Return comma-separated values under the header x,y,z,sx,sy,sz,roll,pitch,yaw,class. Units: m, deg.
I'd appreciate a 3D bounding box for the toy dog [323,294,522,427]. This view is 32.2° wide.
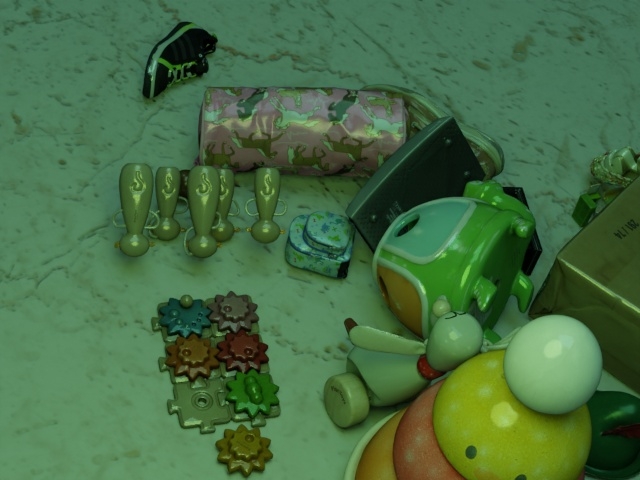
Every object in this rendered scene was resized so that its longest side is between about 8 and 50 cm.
x,y,z,sx,sy,sz,roll,pitch,yaw,class
0.120,0.151,1.652,0.220,0.334,0.161,-8,68,-51,toy dog

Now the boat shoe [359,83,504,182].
x,y,z,sx,sy,sz,roll,pitch,yaw,class
0.187,-0.191,2.106,0.324,0.123,0.116,29,65,22,boat shoe

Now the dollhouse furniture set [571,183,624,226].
x,y,z,sx,sy,sz,roll,pitch,yaw,class
0.555,-0.074,2.125,0.152,0.058,0.076,-13,53,-23,dollhouse furniture set

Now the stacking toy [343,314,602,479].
x,y,z,sx,sy,sz,roll,pitch,yaw,class
0.236,0.257,1.465,0.351,0.480,0.350,7,47,-7,stacking toy

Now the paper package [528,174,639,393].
x,y,z,sx,sy,sz,roll,pitch,yaw,class
0.579,0.078,1.922,0.309,0.168,0.325,35,51,20,paper package

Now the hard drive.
x,y,z,sx,sy,sz,roll,pitch,yaw,class
0.163,-0.084,1.931,0.254,0.172,0.054,-45,39,-11,hard drive

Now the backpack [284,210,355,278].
x,y,z,sx,sy,sz,roll,pitch,yaw,class
0.000,0.000,1.910,0.114,0.084,0.105,12,44,2,backpack

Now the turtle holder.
x,y,z,sx,sy,sz,roll,pitch,yaw,class
0.229,0.020,1.827,0.227,0.243,0.320,21,80,26,turtle holder

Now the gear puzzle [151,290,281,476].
x,y,z,sx,sy,sz,roll,pitch,yaw,class
-0.153,0.211,1.710,0.176,0.044,0.339,-4,50,-17,gear puzzle

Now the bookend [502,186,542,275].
x,y,z,sx,sy,sz,roll,pitch,yaw,class
0.300,-0.020,2.007,0.157,0.072,0.156,2,49,-11,bookend

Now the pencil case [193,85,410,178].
x,y,z,sx,sy,sz,roll,pitch,yaw,class
-0.033,-0.190,1.994,0.386,0.160,0.167,3,76,-2,pencil case

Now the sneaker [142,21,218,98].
x,y,z,sx,sy,sz,roll,pitch,yaw,class
-0.266,-0.352,2.163,0.097,0.084,0.234,22,47,5,sneaker

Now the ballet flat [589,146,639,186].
x,y,z,sx,sy,sz,roll,pitch,yaw,class
0.599,-0.137,2.079,0.091,0.077,0.241,-47,39,-15,ballet flat

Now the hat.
x,y,z,sx,sy,sz,roll,pitch,yaw,class
0.472,0.256,1.724,0.209,0.183,0.173,14,47,0,hat

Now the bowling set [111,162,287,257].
x,y,z,sx,sy,sz,roll,pitch,yaw,class
-0.206,-0.048,1.893,0.287,0.200,0.154,2,90,-7,bowling set
